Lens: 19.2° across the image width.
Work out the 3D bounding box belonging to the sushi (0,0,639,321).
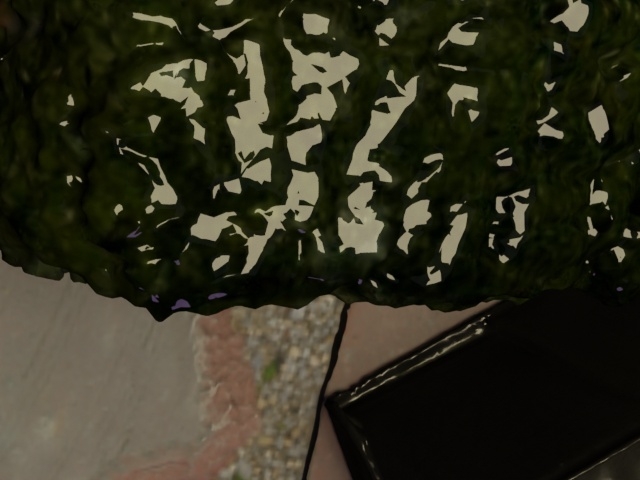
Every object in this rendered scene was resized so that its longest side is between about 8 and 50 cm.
[{"bbox_3d":[-0.020,-0.077,0.957,0.352,0.294,0.178,1,104,-25],"label":"sushi"}]

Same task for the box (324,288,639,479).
[{"bbox_3d":[0.196,0.214,1.180,0.251,0.204,0.345,-28,112,-19],"label":"box"}]
